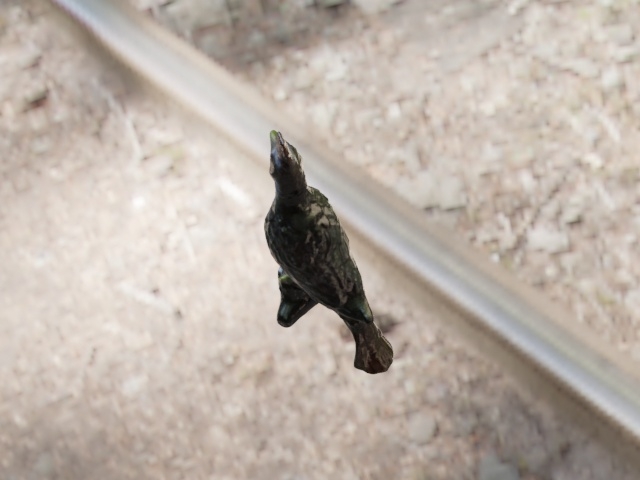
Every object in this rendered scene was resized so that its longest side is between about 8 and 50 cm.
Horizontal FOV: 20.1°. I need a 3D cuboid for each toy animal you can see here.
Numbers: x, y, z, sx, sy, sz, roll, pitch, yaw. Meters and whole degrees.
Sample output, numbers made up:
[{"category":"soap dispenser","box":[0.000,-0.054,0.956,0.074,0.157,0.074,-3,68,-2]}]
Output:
[{"category":"toy animal","box":[-0.004,-0.001,1.218,0.070,0.202,0.105,-33,45,-18]}]
